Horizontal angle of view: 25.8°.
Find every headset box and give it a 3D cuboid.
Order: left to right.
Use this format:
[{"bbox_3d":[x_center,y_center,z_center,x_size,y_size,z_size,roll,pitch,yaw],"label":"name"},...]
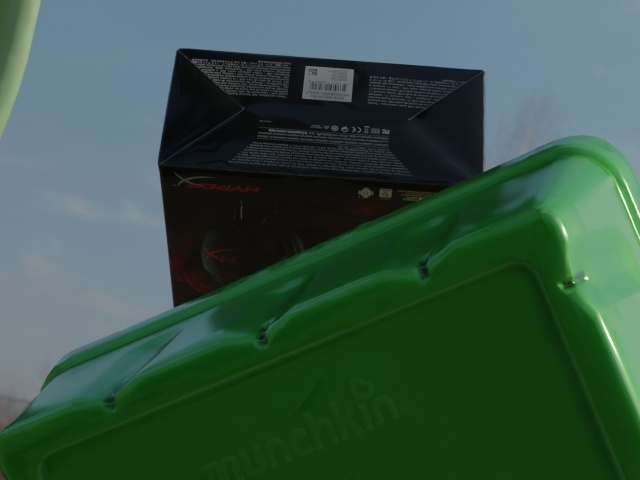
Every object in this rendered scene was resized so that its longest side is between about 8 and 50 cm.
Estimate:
[{"bbox_3d":[0.000,0.000,1.045,0.218,0.110,0.293,5,-35,1],"label":"headset box"}]

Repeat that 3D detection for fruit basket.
[{"bbox_3d":[0.049,0.134,0.788,0.392,0.283,0.392,-22,-6,-2],"label":"fruit basket"}]

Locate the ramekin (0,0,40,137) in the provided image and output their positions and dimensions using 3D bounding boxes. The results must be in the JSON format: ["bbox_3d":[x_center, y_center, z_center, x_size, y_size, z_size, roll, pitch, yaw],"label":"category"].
[{"bbox_3d":[-0.241,-0.089,0.386,0.303,0.303,0.148,15,-3,-25],"label":"ramekin"}]
